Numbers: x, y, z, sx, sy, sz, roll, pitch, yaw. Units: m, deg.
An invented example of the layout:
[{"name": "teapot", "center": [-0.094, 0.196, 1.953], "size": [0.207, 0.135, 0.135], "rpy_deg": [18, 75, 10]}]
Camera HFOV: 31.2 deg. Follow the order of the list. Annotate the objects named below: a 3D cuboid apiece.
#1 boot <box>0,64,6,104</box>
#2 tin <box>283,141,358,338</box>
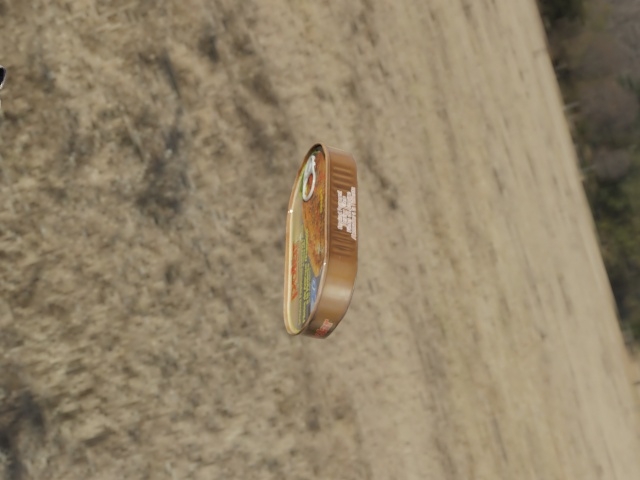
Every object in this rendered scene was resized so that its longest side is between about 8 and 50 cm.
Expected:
[{"name": "boot", "center": [-0.299, -0.097, 0.905], "size": [0.042, 0.087, 0.118], "rpy_deg": [68, 30, -74]}, {"name": "tin", "center": [0.000, 0.000, 1.032], "size": [0.040, 0.106, 0.190], "rpy_deg": [15, 54, -21]}]
